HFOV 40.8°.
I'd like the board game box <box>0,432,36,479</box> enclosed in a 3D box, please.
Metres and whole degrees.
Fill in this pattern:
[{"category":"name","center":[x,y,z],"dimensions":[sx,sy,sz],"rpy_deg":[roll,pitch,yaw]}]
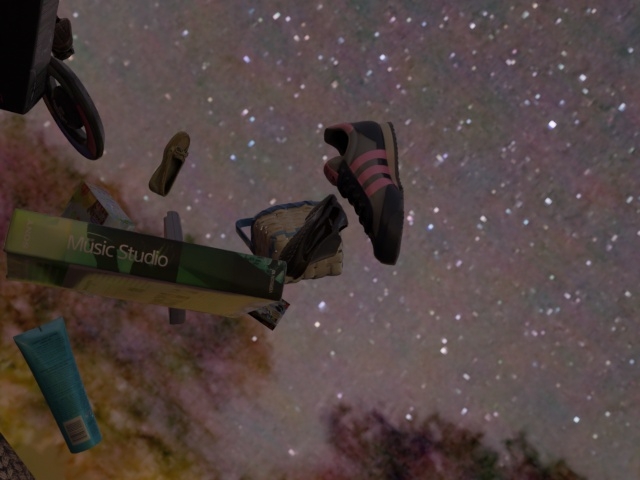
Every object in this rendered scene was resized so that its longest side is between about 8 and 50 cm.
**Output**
[{"category":"board game box","center":[-0.508,0.409,1.185],"dimensions":[0.141,0.232,0.291],"rpy_deg":[-36,-88,27]}]

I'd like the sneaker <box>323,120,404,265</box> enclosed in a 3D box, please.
[{"category":"sneaker","center":[0.070,-0.085,1.487],"dimensions":[0.131,0.319,0.112],"rpy_deg":[3,-45,-7]}]

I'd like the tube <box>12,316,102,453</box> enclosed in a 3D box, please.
[{"category":"tube","center":[-0.402,0.229,1.344],"dimensions":[0.052,0.080,0.207],"rpy_deg":[-8,-76,51]}]

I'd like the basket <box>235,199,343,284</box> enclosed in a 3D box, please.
[{"category":"basket","center":[-0.074,-0.006,2.227],"dimensions":[0.289,0.255,0.201],"rpy_deg":[-121,-155,-59]}]

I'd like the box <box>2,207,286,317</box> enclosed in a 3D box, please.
[{"category":"box","center":[-0.229,0.037,1.089],"dimensions":[0.322,0.058,0.232],"rpy_deg":[10,-13,-18]}]

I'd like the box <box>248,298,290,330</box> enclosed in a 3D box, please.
[{"category":"box","center":[-0.152,0.153,2.141],"dimensions":[0.137,0.094,0.027],"rpy_deg":[35,-52,-1]}]

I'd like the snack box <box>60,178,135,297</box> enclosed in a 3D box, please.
[{"category":"snack box","center":[-0.478,-0.007,1.767],"dimensions":[0.070,0.174,0.207],"rpy_deg":[26,9,-36]}]

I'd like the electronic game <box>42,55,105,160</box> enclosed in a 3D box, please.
[{"category":"electronic game","center":[-0.494,-0.260,1.687],"dimensions":[0.229,0.048,0.229],"rpy_deg":[41,-29,29]}]

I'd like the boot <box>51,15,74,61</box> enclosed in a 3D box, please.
[{"category":"boot","center":[-0.598,-0.459,2.009],"dimensions":[0.219,0.082,0.106],"rpy_deg":[47,-10,49]}]

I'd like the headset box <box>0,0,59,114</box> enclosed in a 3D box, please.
[{"category":"headset box","center":[-0.566,-0.384,1.408],"dimensions":[0.246,0.283,0.131],"rpy_deg":[15,25,-9]}]

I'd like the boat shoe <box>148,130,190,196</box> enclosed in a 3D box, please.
[{"category":"boat shoe","center":[-0.326,-0.170,1.917],"dimensions":[0.048,0.153,0.056],"rpy_deg":[25,-8,36]}]

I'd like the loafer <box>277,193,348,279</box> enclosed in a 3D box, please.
[{"category":"loafer","center":[0.000,0.000,1.497],"dimensions":[0.078,0.220,0.080],"rpy_deg":[43,-48,-9]}]

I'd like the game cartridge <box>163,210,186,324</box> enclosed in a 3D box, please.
[{"category":"game cartridge","center":[-0.416,0.088,2.465],"dimensions":[0.196,0.060,0.294],"rpy_deg":[-103,-165,-50]}]
